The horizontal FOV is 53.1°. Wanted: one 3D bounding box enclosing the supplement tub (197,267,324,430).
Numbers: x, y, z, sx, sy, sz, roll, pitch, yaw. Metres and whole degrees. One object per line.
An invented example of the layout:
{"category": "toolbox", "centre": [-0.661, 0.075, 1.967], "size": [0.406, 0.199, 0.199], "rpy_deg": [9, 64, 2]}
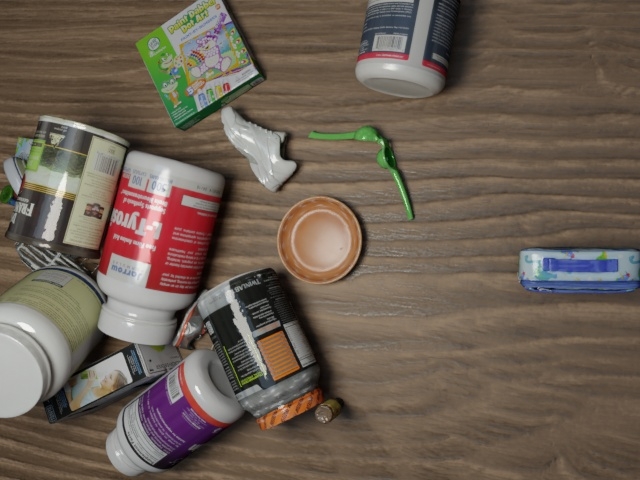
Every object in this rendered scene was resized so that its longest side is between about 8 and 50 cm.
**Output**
{"category": "supplement tub", "centre": [-0.125, 0.235, 1.399], "size": [0.193, 0.193, 0.316], "rpy_deg": [-27, 80, 14]}

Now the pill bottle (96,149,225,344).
{"category": "pill bottle", "centre": [-0.374, 0.018, 1.465], "size": [0.229, 0.229, 0.408], "rpy_deg": [15, 92, 17]}

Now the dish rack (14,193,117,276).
{"category": "dish rack", "centre": [-0.595, -0.019, 1.557], "size": [0.208, 0.074, 0.271], "rpy_deg": [39, 81, -8]}

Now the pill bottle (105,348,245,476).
{"category": "pill bottle", "centre": [-0.331, 0.400, 1.454], "size": [0.323, 0.181, 0.181], "rpy_deg": [-39, 78, 17]}

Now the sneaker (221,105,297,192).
{"category": "sneaker", "centre": [-0.137, -0.229, 1.487], "size": [0.115, 0.090, 0.232], "rpy_deg": [-38, 87, 5]}

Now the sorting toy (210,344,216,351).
{"category": "sorting toy", "centre": [-0.214, 0.237, 1.507], "size": [0.075, 0.045, 0.083], "rpy_deg": [19, 94, 10]}

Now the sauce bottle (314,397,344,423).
{"category": "sauce bottle", "centre": [0.024, 0.362, 1.381], "size": [0.042, 0.128, 0.042], "rpy_deg": [-1, 88, 18]}

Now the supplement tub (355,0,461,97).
{"category": "supplement tub", "centre": [0.186, -0.451, 1.335], "size": [0.191, 0.191, 0.272], "rpy_deg": [11, 91, 17]}

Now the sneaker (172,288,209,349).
{"category": "sneaker", "centre": [-0.294, 0.192, 1.533], "size": [0.065, 0.061, 0.158], "rpy_deg": [28, 97, -11]}

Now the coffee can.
{"category": "coffee can", "centre": [-0.559, -0.115, 1.428], "size": [0.201, 0.201, 0.275], "rpy_deg": [13, 86, 17]}

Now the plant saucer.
{"category": "plant saucer", "centre": [0.000, 0.000, 1.452], "size": [0.200, 0.037, 0.200], "rpy_deg": [-1, 88, 16]}

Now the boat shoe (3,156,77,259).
{"category": "boat shoe", "centre": [-0.683, -0.094, 1.630], "size": [0.094, 0.109, 0.302], "rpy_deg": [-35, 94, -4]}

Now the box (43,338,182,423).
{"category": "box", "centre": [-0.490, 0.329, 1.521], "size": [0.290, 0.169, 0.087], "rpy_deg": [-27, 78, 16]}

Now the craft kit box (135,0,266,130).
{"category": "craft kit box", "centre": [-0.292, -0.435, 1.552], "size": [0.250, 0.061, 0.247], "rpy_deg": [-29, 77, 13]}

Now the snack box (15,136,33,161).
{"category": "snack box", "centre": [-0.734, -0.211, 1.683], "size": [0.141, 0.037, 0.100], "rpy_deg": [11, 90, 17]}

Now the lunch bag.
{"category": "lunch bag", "centre": [0.492, 0.054, 1.229], "size": [0.219, 0.176, 0.090], "rpy_deg": [-1, 87, 16]}

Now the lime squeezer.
{"category": "lime squeezer", "centre": [0.113, -0.182, 1.416], "size": [0.310, 0.059, 0.110], "rpy_deg": [41, 99, 14]}

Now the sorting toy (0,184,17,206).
{"category": "sorting toy", "centre": [-0.804, -0.117, 1.704], "size": [0.102, 0.042, 0.061], "rpy_deg": [-10, 69, 28]}

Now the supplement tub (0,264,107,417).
{"category": "supplement tub", "centre": [-0.631, 0.213, 1.413], "size": [0.235, 0.325, 0.235], "rpy_deg": [1, 109, 4]}
